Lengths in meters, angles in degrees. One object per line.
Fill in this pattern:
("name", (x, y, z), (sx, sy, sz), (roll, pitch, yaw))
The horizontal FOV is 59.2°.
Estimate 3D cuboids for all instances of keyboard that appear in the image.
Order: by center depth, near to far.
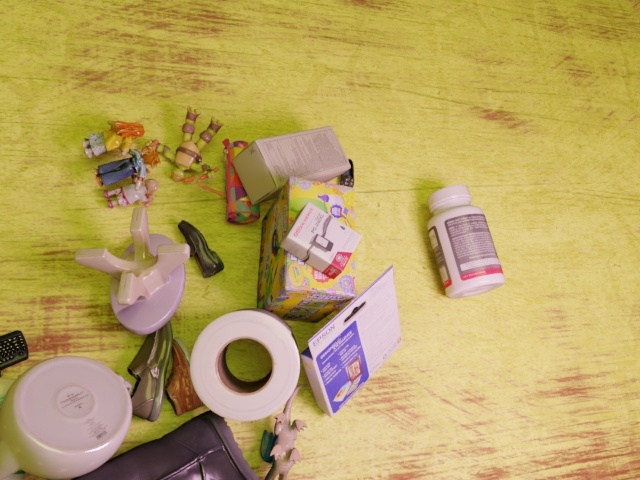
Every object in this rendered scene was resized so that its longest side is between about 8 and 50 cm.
("keyboard", (-0.741, 0.272, 1.231), (0.192, 0.038, 0.100), (-23, 79, -26))

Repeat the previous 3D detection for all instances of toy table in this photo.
("toy table", (-0.423, 0.064, 1.323), (0.253, 0.160, 0.274), (-12, 56, -8))

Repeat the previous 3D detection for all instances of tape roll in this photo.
("tape roll", (-0.171, 0.282, 1.320), (0.246, 0.169, 0.245), (0, 86, -2))

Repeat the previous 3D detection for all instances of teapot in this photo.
("teapot", (-0.509, 0.365, 1.116), (0.256, 0.187, 0.252), (19, 36, -26))

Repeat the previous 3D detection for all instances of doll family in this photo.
("doll family", (-0.504, -0.214, 1.447), (0.163, 0.118, 0.262), (-22, 80, -9))

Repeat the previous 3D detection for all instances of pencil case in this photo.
("pencil case", (-0.223, -0.163, 1.564), (0.105, 0.104, 0.236), (0, 70, -21))

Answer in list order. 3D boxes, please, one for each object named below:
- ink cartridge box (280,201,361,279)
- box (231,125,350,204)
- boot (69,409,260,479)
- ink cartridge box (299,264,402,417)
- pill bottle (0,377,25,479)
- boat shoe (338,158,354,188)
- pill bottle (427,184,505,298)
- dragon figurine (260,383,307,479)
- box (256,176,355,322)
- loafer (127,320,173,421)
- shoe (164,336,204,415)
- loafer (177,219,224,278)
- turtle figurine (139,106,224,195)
("ink cartridge box", (0.000, 0.000, 1.284), (0.151, 0.063, 0.109), (32, 62, -6))
("box", (-0.075, -0.214, 1.567), (0.311, 0.121, 0.147), (-21, 85, -46))
("boot", (-0.321, 0.584, 1.119), (0.445, 0.146, 0.367), (-15, 61, -49))
("ink cartridge box", (0.083, 0.245, 1.420), (0.304, 0.307, 0.072), (-38, 43, -28))
("pill bottle", (-0.668, 0.419, 1.137), (0.146, 0.146, 0.263), (5, 67, -18))
("boat shoe", (0.081, -0.184, 1.718), (0.049, 0.040, 0.142), (7, 67, -18))
("pill bottle", (0.425, 0.002, 1.695), (0.177, 0.176, 0.318), (-5, 72, -22))
("dragon figurine", (-0.094, 0.490, 1.356), (0.085, 0.144, 0.289), (15, 46, -13))
("box", (-0.043, 0.036, 1.449), (0.177, 0.279, 0.289), (8, 67, -17))
("loafer", (-0.403, 0.291, 1.316), (0.088, 0.094, 0.251), (11, 66, -21))
("shoe", (-0.339, 0.325, 1.343), (0.081, 0.063, 0.177), (-20, 81, -31))
("loafer", (-0.325, 0.022, 1.475), (0.061, 0.062, 0.170), (-37, 84, -24))
("turtle figurine", (-0.348, -0.242, 1.548), (0.270, 0.087, 0.217), (24, 85, 9))
